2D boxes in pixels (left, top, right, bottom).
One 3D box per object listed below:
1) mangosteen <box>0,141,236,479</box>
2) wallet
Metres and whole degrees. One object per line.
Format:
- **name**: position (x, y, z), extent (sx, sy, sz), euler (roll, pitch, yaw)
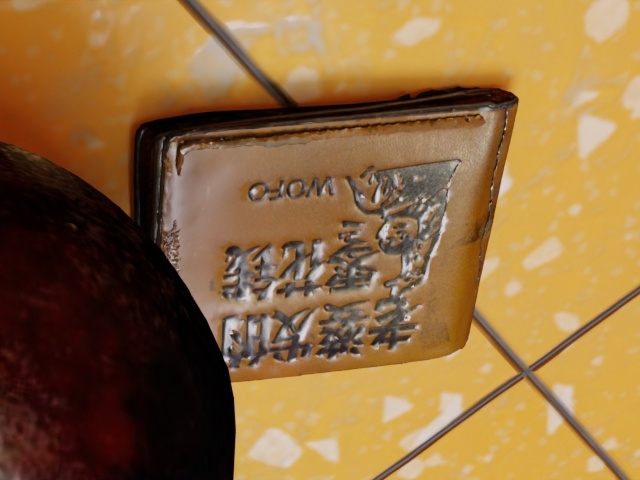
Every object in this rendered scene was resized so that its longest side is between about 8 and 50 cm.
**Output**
- **mangosteen**: position (-0.183, 0.089, 0.548), extent (0.300, 0.300, 0.300), euler (-11, 128, -14)
- **wallet**: position (0.001, 0.002, 0.714), extent (0.196, 0.042, 0.161), euler (-5, 127, -18)
